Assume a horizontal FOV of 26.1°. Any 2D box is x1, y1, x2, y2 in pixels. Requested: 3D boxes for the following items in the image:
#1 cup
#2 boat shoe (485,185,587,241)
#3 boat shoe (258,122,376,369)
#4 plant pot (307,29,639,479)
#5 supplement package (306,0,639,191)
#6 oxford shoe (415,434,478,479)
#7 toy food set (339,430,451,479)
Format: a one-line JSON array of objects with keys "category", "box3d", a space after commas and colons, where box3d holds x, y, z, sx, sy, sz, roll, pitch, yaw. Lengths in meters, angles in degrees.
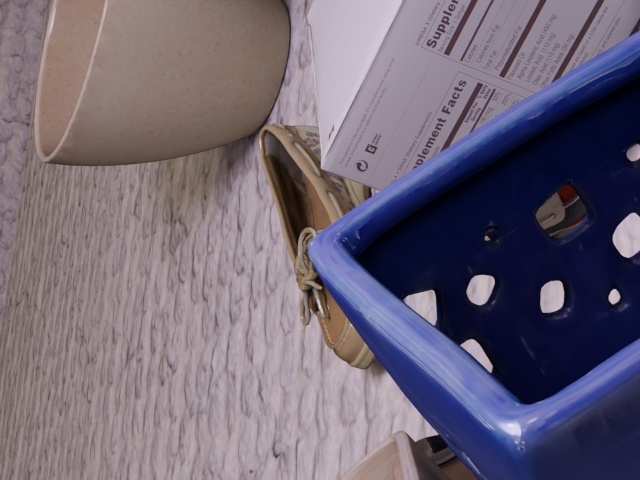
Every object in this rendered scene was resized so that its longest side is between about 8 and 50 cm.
[{"category": "cup", "box3d": [-0.175, -0.229, 1.604, 0.331, 0.237, 0.331, -169, 90, -68]}, {"category": "boat shoe", "box3d": [0.154, -0.029, 0.962, 0.137, 0.043, 0.049, -43, 39, 53]}, {"category": "boat shoe", "box3d": [0.000, 0.000, 1.257, 0.285, 0.089, 0.104, -105, 35, -48]}, {"category": "plant pot", "box3d": [0.165, 0.056, 0.606, 0.212, 0.236, 0.236, 62, 172, -25]}, {"category": "supplement package", "box3d": [0.097, -0.169, 0.971, 0.262, 0.145, 0.204, -96, 28, -58]}, {"category": "oxford shoe", "box3d": [0.130, 0.158, 0.903, 0.227, 0.083, 0.096, -38, 64, 58]}, {"category": "toy food set", "box3d": [0.084, 0.212, 0.655, 0.092, 0.220, 0.306, -43, -2, 0]}]
